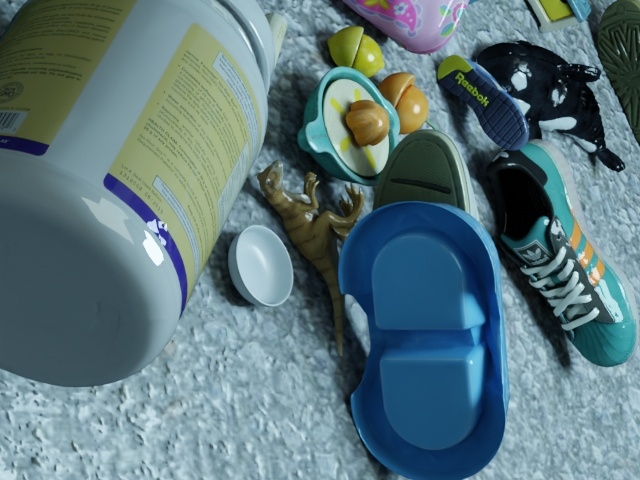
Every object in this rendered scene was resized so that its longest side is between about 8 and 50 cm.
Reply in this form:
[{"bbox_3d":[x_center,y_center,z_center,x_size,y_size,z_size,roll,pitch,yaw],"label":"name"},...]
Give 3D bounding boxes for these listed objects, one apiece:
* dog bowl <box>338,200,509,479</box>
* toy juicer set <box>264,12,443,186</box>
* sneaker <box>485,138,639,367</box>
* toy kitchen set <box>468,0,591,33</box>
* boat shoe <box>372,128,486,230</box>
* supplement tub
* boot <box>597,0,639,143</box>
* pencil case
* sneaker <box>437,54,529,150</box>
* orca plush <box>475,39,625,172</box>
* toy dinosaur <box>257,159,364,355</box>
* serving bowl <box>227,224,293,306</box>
[{"bbox_3d":[0.114,0.098,1.734,0.074,0.166,0.297,-31,118,-66],"label":"dog bowl"},{"bbox_3d":[0.032,-0.155,1.827,0.329,0.089,0.209,22,58,-44],"label":"toy juicer set"},{"bbox_3d":[0.283,0.024,2.057,0.121,0.108,0.302,-18,81,-52],"label":"sneaker"},{"bbox_3d":[0.282,-0.328,2.191,0.166,0.122,0.207,58,39,-15],"label":"toy kitchen set"},{"bbox_3d":[0.129,0.017,1.826,0.103,0.113,0.302,-36,127,-56],"label":"boat shoe"},{"bbox_3d":[-0.183,-0.072,1.395,0.241,0.241,0.331,49,42,-26],"label":"supplement tub"},{"bbox_3d":[0.511,-0.276,2.493,0.269,0.089,0.236,-38,117,-51],"label":"boot"},{"bbox_3d":[0.052,-0.327,1.898,0.284,0.124,0.124,35,49,-36],"label":"pencil case"},{"bbox_3d":[0.207,-0.170,2.055,0.144,0.053,0.059,52,19,15],"label":"sneaker"},{"bbox_3d":[0.326,-0.182,2.197,0.287,0.102,0.151,42,45,-32],"label":"orca plush"},{"bbox_3d":[0.000,0.000,1.760,0.112,0.064,0.211,-37,109,-21],"label":"toy dinosaur"},{"bbox_3d":[-0.064,0.028,1.675,0.083,0.027,0.083,25,57,-44],"label":"serving bowl"}]
